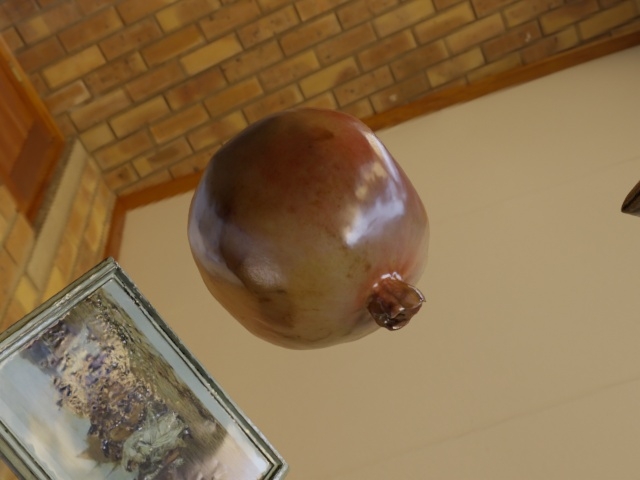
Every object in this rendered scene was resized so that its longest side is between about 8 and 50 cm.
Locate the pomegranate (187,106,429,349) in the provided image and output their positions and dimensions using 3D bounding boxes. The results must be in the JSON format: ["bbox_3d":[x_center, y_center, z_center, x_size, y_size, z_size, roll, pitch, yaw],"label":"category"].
[{"bbox_3d":[0.000,0.000,0.878,0.229,0.252,0.270,-37,-120,-25],"label":"pomegranate"}]

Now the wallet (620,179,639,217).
[{"bbox_3d":[0.324,-0.121,0.532,0.197,0.051,0.377,-32,167,-11],"label":"wallet"}]

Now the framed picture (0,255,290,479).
[{"bbox_3d":[-0.157,0.161,0.735,0.017,0.274,0.217,-36,-173,38],"label":"framed picture"}]
